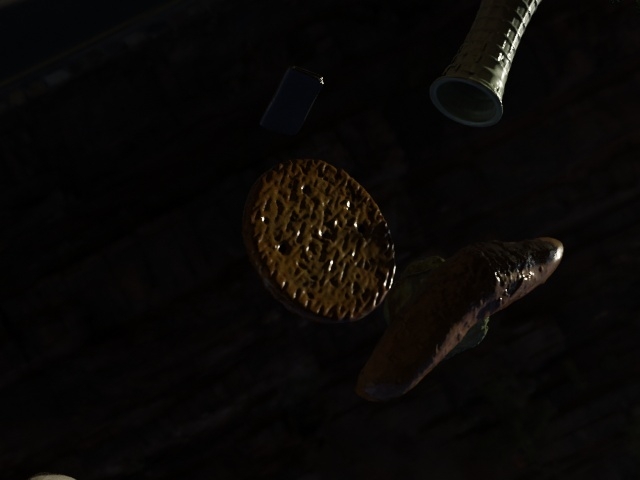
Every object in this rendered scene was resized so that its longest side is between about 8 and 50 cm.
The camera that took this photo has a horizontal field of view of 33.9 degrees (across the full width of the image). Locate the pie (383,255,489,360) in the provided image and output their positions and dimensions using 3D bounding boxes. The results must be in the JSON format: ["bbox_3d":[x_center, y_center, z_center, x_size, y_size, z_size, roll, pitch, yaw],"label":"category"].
[{"bbox_3d":[0.209,0.133,2.034,0.090,0.201,0.248,-12,165,-40],"label":"pie"}]

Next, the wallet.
[{"bbox_3d":[-0.057,-0.273,2.065,0.018,0.082,0.157,-93,-155,-45],"label":"wallet"}]

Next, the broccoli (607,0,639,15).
[{"bbox_3d":[0.397,-0.430,1.303,0.275,0.308,0.308,-8,173,-21],"label":"broccoli"}]

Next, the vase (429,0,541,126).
[{"bbox_3d":[0.322,-0.375,1.974,0.143,0.143,0.299,-27,-145,62],"label":"vase"}]

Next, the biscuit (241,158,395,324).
[{"bbox_3d":[0.000,0.000,1.111,0.187,0.188,0.027,-28,175,-41],"label":"biscuit"}]

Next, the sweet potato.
[{"bbox_3d":[0.174,0.066,1.277,0.341,0.114,0.092,-35,-132,-21],"label":"sweet potato"}]

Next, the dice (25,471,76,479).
[{"bbox_3d":[-0.296,0.398,0.997,0.259,0.243,0.251,-36,174,-44],"label":"dice"}]
